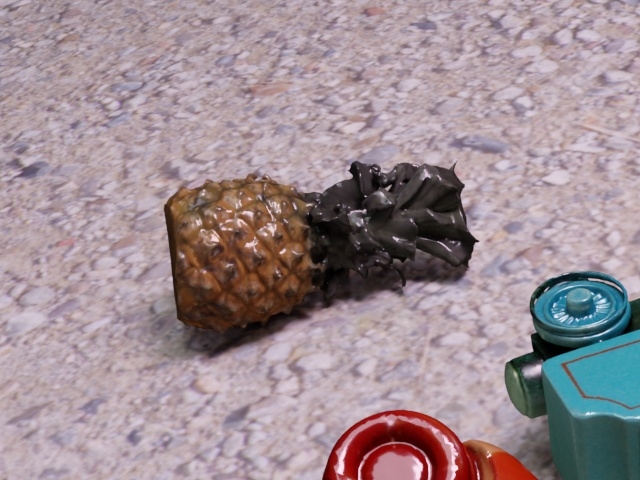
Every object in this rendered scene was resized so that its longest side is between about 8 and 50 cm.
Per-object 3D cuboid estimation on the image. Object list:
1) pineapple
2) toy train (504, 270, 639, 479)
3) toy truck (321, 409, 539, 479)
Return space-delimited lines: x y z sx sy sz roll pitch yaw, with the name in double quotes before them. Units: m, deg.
"pineapple" 0.000 0.000 1.296 0.248 0.128 0.128 -9 28 -6
"toy train" 0.228 0.088 1.035 0.203 0.112 0.163 -19 34 -6
"toy truck" 0.067 0.229 0.781 0.265 0.189 0.239 -40 57 -22
